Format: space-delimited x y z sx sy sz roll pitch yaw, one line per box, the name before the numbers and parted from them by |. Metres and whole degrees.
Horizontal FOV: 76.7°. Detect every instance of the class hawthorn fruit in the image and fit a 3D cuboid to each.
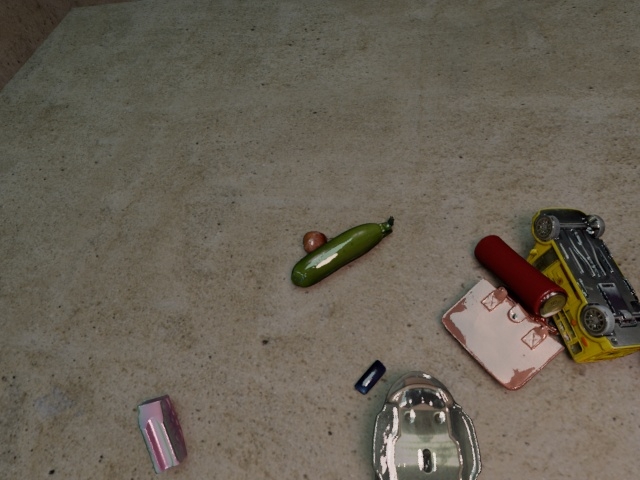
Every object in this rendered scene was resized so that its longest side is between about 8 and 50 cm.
hawthorn fruit | 0.000 0.000 1.116 0.103 0.067 0.067 -19 55 -4

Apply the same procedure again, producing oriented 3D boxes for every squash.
squash | 0.065 0.024 1.077 0.331 0.087 0.087 -29 56 -10

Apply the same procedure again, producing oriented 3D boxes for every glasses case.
glasses case | 0.114 0.309 0.914 0.033 0.023 0.083 35 70 31

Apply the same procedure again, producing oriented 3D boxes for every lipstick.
lipstick | 0.444 0.074 0.918 0.080 0.080 0.241 -20 32 -2

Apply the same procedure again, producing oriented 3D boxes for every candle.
candle | 0.468 0.165 0.930 0.162 0.048 0.053 38 101 31

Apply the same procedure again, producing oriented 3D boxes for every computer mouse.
computer mouse | 0.189 0.450 0.758 0.199 0.115 0.390 3 68 1

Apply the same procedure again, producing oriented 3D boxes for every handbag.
handbag | 0.390 0.201 0.886 0.157 0.059 0.212 -43 58 2

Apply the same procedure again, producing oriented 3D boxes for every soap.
soap | -0.348 0.416 0.890 0.056 0.100 0.149 -23 81 -11

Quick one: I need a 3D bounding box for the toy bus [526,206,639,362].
toy bus | 0.566 0.087 0.884 0.144 0.152 0.331 0 56 -13
